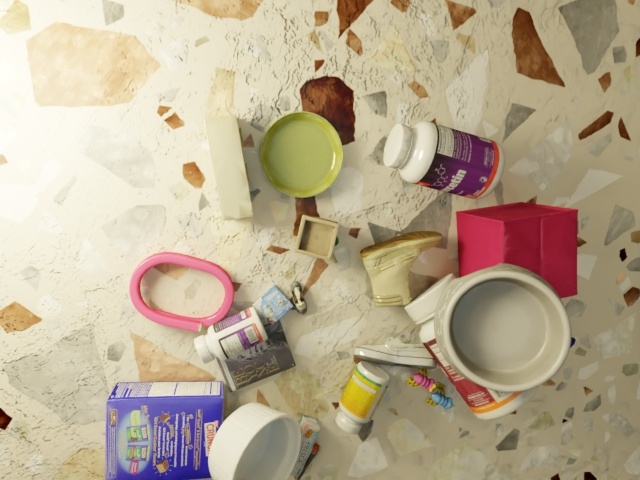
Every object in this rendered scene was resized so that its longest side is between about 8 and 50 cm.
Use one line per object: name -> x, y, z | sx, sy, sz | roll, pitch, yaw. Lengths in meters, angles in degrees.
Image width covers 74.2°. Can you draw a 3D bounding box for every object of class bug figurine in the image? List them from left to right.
bug figurine -> 0.424, 0.449, 1.449 | 0.216, 0.072, 0.279 | 26, 95, -16

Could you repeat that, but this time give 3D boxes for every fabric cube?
fabric cube -> 0.600, 0.032, 1.314 | 0.258, 0.254, 0.259 | -8, 101, -10

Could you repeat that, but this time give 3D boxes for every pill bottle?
pill bottle -> -0.262, 0.281, 1.238 | 0.193, 0.108, 0.108 | -24, 105, -11
pill bottle -> 0.131, 0.512, 1.374 | 0.117, 0.117, 0.209 | 24, 95, -16
pill bottle -> 0.357, -0.239, 1.243 | 0.322, 0.181, 0.182 | 11, 98, -14
pill bottle -> 0.446, 0.313, 1.290 | 0.224, 0.224, 0.392 | -34, 80, -4

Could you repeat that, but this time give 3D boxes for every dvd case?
dvd case -> -0.205, 0.361, 1.322 | 0.221, 0.018, 0.165 | -19, 104, -8

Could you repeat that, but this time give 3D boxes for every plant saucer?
plant saucer -> -0.055, -0.247, 1.226 | 0.240, 0.037, 0.241 | -2, 101, -13

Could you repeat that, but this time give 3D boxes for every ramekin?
ramekin -> -0.197, 0.626, 1.257 | 0.277, 0.135, 0.278 | -18, 114, -47

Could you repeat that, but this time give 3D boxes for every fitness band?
fitness band -> -0.395, 0.147, 1.220 | 0.290, 0.054, 0.209 | 17, 97, -16

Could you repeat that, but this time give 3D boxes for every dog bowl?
dog bowl -> 0.480, 0.232, 1.119 | 0.347, 0.102, 0.350 | 0, 88, 13

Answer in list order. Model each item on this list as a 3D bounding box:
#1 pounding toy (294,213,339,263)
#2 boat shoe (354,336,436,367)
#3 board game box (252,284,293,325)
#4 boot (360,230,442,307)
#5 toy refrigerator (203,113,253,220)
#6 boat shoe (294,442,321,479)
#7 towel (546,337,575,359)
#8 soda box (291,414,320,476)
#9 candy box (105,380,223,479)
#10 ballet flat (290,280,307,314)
pounding toy -> 0.000, 0.000, 1.267 | 0.141, 0.100, 0.130 | 14, 97, -4
boat shoe -> 0.245, 0.358, 1.380 | 0.267, 0.096, 0.088 | 5, 65, 6
board game box -> -0.144, 0.197, 1.295 | 0.090, 0.020, 0.090 | -43, 96, -2
boot -> 0.271, 0.090, 1.333 | 0.261, 0.095, 0.204 | -17, 104, -7
toy refrigerator -> -0.245, -0.199, 1.161 | 0.094, 0.102, 0.270 | -11, 102, -10
boat shoe -> -0.044, 0.742, 1.418 | 0.043, 0.049, 0.137 | 28, 89, -18
towel -> 0.707, 0.433, 1.432 | 0.308, 0.228, 0.076 | -44, 79, -2
soda box -> -0.066, 0.673, 1.390 | 0.058, 0.063, 0.183 | 24, 96, -16
candy box -> -0.451, 0.562, 1.254 | 0.316, 0.122, 0.269 | 4, 99, -12
ballet flat -> -0.067, 0.182, 1.306 | 0.041, 0.041, 0.115 | -18, 104, -9
